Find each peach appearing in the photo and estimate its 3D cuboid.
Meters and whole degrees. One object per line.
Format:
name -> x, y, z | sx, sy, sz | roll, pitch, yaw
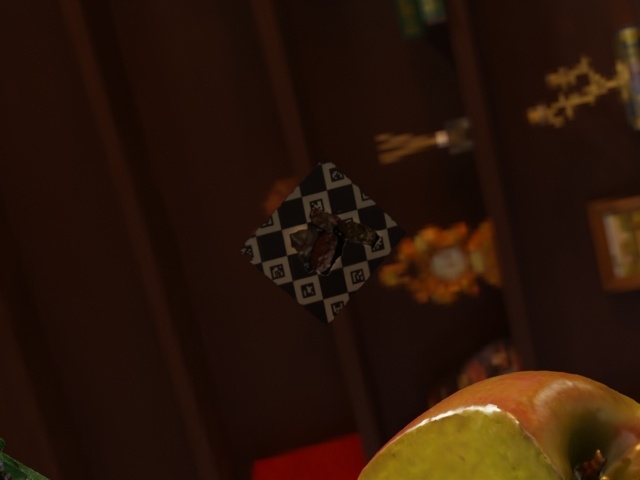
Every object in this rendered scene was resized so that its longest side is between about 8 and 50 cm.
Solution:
peach -> 0.178, 0.279, 1.340 | 0.242, 0.306, 0.380 | 53, 127, 36

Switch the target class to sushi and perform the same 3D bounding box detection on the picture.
sushi -> 0.000, 0.000, 1.477 | 0.120, 0.126, 0.026 | 43, 176, -19

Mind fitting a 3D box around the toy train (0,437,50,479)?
toy train -> -0.357, 0.209, 1.302 | 0.145, 0.266, 0.202 | -59, -8, -14
